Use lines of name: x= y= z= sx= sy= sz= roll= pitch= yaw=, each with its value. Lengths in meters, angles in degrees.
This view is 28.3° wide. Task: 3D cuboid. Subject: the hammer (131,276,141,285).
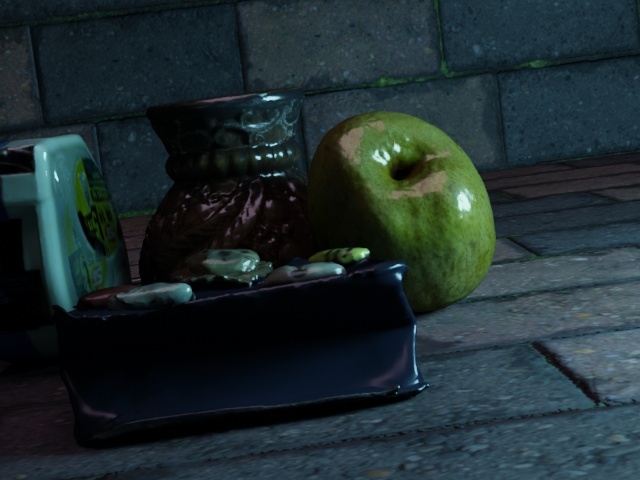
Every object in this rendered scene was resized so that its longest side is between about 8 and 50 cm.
hammer: x=-0.281 y=0.062 z=1.899 sx=0.178 sy=0.021 sz=0.065 roll=-12 pitch=8 yaw=-20

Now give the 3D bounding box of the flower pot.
flower pot: x=-0.098 y=-0.044 z=1.542 sx=0.267 sy=0.267 sz=0.266 roll=-6 pitch=6 yaw=1

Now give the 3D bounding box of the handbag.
handbag: x=-0.080 y=0.076 z=1.164 sx=0.303 sy=0.122 sz=0.329 roll=-8 pitch=6 yaw=-6

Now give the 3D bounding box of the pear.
pear: x=0.084 y=-0.023 z=1.403 sx=0.188 sy=0.211 sz=0.228 roll=-29 pitch=60 yaw=-24

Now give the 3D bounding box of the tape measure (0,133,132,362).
tape measure: x=-0.307 y=0.003 z=1.403 sx=0.138 sy=0.262 sz=0.259 roll=-13 pitch=6 yaw=7
